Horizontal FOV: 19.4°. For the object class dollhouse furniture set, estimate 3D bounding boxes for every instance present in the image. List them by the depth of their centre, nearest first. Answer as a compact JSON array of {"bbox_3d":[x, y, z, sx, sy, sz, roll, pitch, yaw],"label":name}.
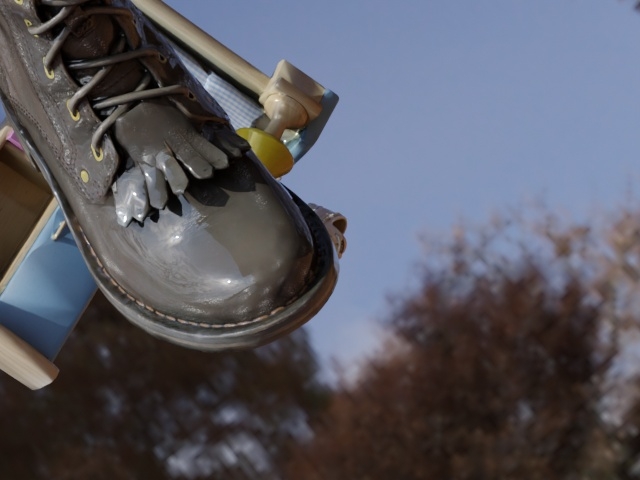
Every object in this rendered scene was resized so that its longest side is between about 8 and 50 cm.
[{"bbox_3d":[-0.192,-0.067,1.263,0.303,0.286,0.198,-29,29,59],"label":"dollhouse furniture set"}]

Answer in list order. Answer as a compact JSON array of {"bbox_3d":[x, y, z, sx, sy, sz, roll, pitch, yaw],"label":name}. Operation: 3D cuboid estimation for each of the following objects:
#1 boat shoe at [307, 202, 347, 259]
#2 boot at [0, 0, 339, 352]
[{"bbox_3d":[0.000,0.000,1.243,0.100,0.035,0.035,-56,-22,-74],"label":"boat shoe"},{"bbox_3d":[-0.105,-0.091,0.760,0.091,0.263,0.229,-36,-38,-14],"label":"boot"}]
